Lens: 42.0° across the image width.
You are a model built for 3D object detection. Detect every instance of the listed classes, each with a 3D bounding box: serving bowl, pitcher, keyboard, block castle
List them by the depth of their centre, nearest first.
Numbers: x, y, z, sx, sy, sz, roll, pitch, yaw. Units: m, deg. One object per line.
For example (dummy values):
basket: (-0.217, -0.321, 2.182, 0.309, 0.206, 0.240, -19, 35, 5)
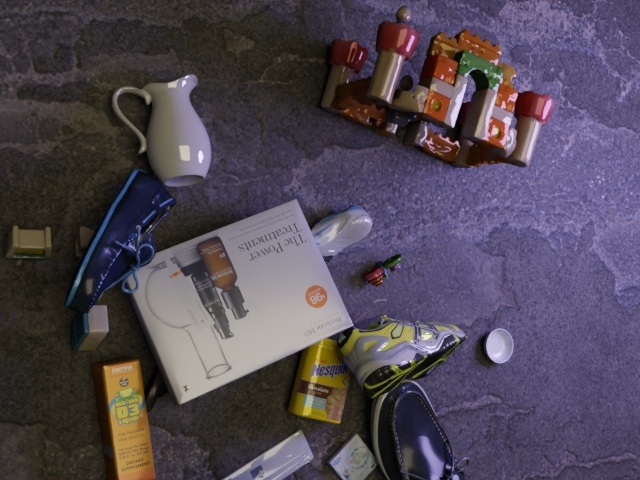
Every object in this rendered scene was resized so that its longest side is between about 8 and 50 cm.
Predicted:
pitcher: (-0.310, -0.212, 1.635, 0.177, 0.125, 0.207, -9, 80, -15)
keyboard: (-0.129, 0.490, 1.736, 0.256, 0.014, 0.072, -28, 94, -26)
block castle: (0.256, -0.326, 1.826, 0.453, 0.303, 0.213, 20, 84, -25)
serving bowl: (0.429, 0.256, 2.027, 0.083, 0.027, 0.083, 2, 87, -27)

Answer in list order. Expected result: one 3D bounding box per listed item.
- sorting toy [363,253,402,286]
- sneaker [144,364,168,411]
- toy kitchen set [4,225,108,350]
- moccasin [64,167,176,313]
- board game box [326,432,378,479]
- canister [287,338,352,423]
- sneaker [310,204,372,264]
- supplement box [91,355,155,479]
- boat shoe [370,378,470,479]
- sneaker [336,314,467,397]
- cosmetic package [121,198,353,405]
sorting toy: (0.146, 0.072, 1.876, 0.102, 0.061, 0.042, -29, 101, -2)
sneaker: (-0.284, 0.269, 1.647, 0.089, 0.051, 0.170, 26, 72, -19)
toy kitchen set: (-0.493, 0.090, 1.536, 0.166, 0.122, 0.207, 1, 66, -27)
moccasin: (-0.345, -0.001, 1.501, 0.117, 0.138, 0.342, 31, 47, -14)
board game box: (0.072, 0.488, 1.833, 0.090, 0.020, 0.090, -42, 107, -23)
canister: (0.006, 0.297, 1.783, 0.126, 0.073, 0.170, 18, 80, -26)
sneaker: (0.000, 0.000, 1.806, 0.237, 0.086, 0.085, -29, 128, -14)
supplement box: (-0.374, 0.342, 1.582, 0.078, 0.080, 0.233, -9, 89, -30)
boat shoe: (0.249, 0.538, 1.839, 0.187, 0.156, 0.500, -19, 96, -32)
sneaker: (0.187, 0.218, 1.806, 0.147, 0.145, 0.384, 50, 28, 23)
cosmetic package: (-0.164, 0.117, 1.638, 0.377, 0.097, 0.284, -23, 86, -19)
